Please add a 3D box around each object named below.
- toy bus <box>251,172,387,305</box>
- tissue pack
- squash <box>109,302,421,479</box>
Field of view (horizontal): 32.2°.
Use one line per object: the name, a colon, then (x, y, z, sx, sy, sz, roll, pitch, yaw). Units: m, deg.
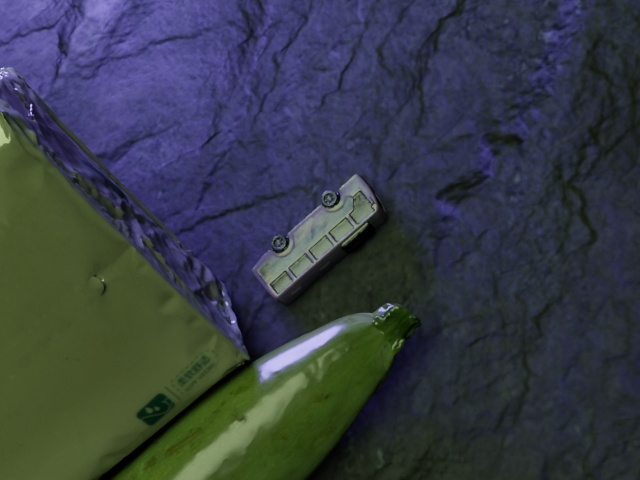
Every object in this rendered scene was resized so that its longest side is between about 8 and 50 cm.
toy bus: (0.000, 0.000, 0.985, 0.131, 0.037, 0.052, -41, 65, 4)
tissue pack: (-0.295, 0.089, 0.918, 0.380, 0.297, 0.207, -42, 22, 5)
squash: (-0.070, 0.175, 0.910, 0.370, 0.118, 0.118, -45, 63, 0)
